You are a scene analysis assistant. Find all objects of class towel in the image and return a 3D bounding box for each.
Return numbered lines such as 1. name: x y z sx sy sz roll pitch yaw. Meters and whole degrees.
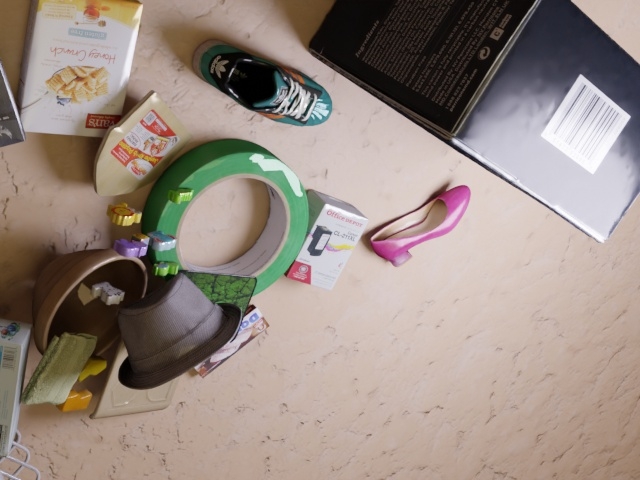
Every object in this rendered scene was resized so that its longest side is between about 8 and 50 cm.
1. towel: -0.450 0.222 1.709 0.148 0.027 0.110 -58 156 6

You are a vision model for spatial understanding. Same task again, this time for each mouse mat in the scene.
1. mouse mat: -0.219 0.129 1.899 0.189 0.007 0.152 7 112 -37

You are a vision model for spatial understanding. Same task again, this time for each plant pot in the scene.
1. plant pot: -0.431 0.100 1.758 0.237 0.110 0.237 -43 153 -28

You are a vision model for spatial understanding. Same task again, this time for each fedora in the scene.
1. fedora: -0.267 0.141 1.720 0.244 0.275 0.124 -29 102 -2

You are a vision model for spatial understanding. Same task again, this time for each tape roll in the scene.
1. tape roll: -0.179 -0.032 1.891 0.321 0.077 0.321 -15 122 -25

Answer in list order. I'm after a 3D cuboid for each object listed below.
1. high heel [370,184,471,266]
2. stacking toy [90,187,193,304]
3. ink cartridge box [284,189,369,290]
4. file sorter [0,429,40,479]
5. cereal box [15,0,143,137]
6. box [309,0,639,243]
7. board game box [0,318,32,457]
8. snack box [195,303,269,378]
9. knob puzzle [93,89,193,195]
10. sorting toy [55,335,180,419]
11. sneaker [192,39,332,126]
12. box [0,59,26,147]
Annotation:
1. high heel: 0.216 -0.049 2.132 0.244 0.082 0.117 -39 141 9
2. stacking toy: -0.297 0.007 1.703 0.221 0.052 0.167 -21 133 -57
3. ink cartridge box: 0.000 0.000 2.025 0.127 0.072 0.175 18 105 -38
4. file sorter: -0.610 0.454 1.762 0.193 0.277 0.173 -47 132 -1
5. cereal box: -0.399 -0.290 1.621 0.173 0.047 0.240 1 115 -32
6. box: 0.319 -0.289 1.803 0.480 0.472 0.297 26 99 -39
7. board game box: -0.653 0.226 1.641 0.303 0.097 0.224 11 109 -10
8. snack box: -0.192 0.209 2.054 0.178 0.022 0.064 -38 130 -9
9. knob puzzle: -0.329 -0.157 1.727 0.213 0.030 0.213 -37 153 -23
10. sorting toy: -0.366 0.240 1.894 0.307 0.041 0.229 6 113 -58
11. sneaker: -0.085 -0.265 1.789 0.302 0.121 0.108 17 106 -38
12. box: -0.592 -0.212 1.510 0.231 0.056 0.183 -16 123 -11
